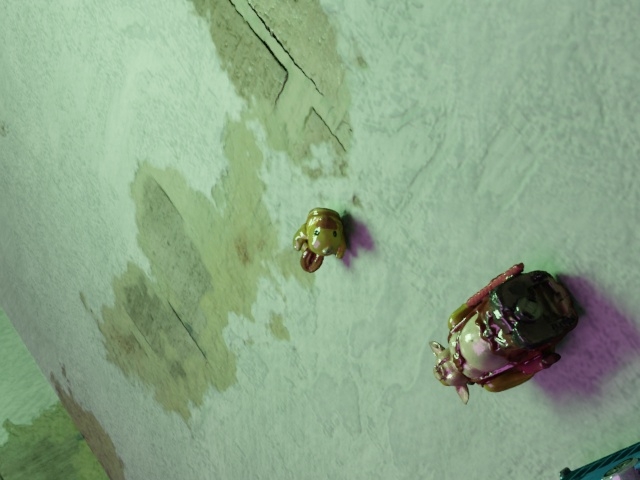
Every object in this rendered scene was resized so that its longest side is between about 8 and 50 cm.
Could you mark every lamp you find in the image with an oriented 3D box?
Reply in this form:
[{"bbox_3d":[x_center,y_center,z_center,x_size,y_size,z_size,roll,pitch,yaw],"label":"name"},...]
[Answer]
[{"bbox_3d":[0.195,0.122,1.215,0.118,0.118,0.253,57,146,10],"label":"lamp"}]

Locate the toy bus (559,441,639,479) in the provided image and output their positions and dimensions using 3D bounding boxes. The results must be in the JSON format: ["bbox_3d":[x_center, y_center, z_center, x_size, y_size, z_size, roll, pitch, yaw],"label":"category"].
[{"bbox_3d":[0.333,0.289,1.117,0.116,0.133,0.234,56,142,9],"label":"toy bus"}]

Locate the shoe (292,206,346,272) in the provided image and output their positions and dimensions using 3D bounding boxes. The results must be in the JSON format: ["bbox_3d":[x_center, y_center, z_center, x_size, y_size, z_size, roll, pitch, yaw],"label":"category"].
[{"bbox_3d":[0.002,0.001,1.444,0.109,0.072,0.069,-24,54,54],"label":"shoe"}]
